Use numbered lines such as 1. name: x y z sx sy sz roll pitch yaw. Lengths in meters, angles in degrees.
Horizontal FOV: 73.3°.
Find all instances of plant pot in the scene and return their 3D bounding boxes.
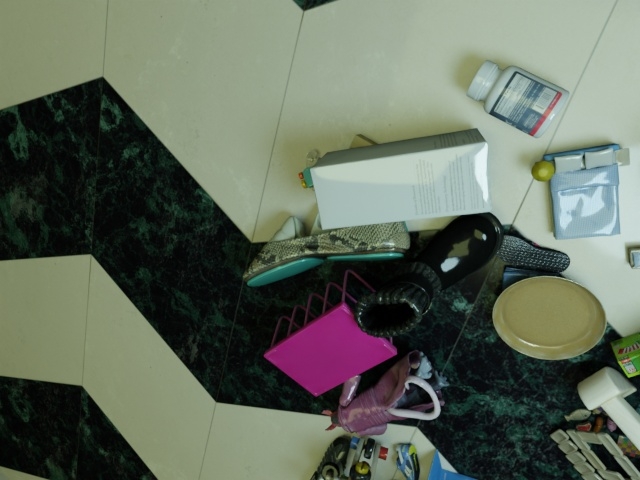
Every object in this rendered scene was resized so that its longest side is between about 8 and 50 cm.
1. plant pot: 0.534 0.179 1.017 0.237 0.032 0.236 10 121 18

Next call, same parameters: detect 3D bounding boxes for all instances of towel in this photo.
1. towel: 0.501 0.103 1.031 0.120 0.029 0.067 5 113 22

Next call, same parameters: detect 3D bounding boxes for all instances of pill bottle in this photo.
1. pill bottle: 0.411 -0.305 0.911 0.180 0.108 0.108 33 116 13

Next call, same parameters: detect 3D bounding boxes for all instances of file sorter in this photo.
1. file sorter: 0.031 0.247 1.180 0.291 0.182 0.202 -37 111 28

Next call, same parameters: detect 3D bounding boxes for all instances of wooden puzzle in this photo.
1. wooden puzzle: 0.750 0.501 1.046 0.083 0.006 0.049 7 107 23

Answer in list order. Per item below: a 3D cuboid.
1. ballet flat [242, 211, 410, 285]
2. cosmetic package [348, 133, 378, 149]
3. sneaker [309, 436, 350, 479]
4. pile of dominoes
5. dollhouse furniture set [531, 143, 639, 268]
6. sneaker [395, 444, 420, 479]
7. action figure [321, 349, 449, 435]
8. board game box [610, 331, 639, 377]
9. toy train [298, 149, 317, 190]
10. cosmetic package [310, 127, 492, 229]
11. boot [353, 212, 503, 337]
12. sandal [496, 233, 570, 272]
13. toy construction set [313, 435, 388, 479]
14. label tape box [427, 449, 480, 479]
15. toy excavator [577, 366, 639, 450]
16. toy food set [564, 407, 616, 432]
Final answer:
1. ballet flat: 0.000 0.000 1.179 0.483 0.164 0.181 -13 77 21
2. cosmetic package: 0.131 -0.219 1.100 0.115 0.041 0.060 31 116 13
3. sneaker: 0.068 0.749 1.398 0.132 0.086 0.228 28 104 -10
4. pile of dominoes: 0.691 0.544 1.030 0.251 0.040 0.196 52 157 4
5. dollhouse furniture set: 0.595 -0.042 0.853 0.304 0.198 0.286 -4 103 26
6. sneaker: 0.262 0.679 1.295 0.059 0.053 0.144 -5 98 31
7. action figure: 0.165 0.456 1.164 0.370 0.275 0.248 -31 97 14
8. board game box: 0.737 0.224 0.924 0.181 0.092 0.043 -33 90 28
9. toy train: 0.024 -0.169 1.165 0.166 0.046 0.125 31 99 19
10. cosmetic package: 0.181 -0.142 0.976 0.366 0.197 0.155 -6 111 18
11. boot: 0.251 0.082 0.990 0.131 0.260 0.348 50 124 13
12. sandal: 0.491 0.029 1.015 0.179 0.040 0.067 17 117 4
13. toy construction set: 0.133 0.732 1.189 0.309 0.237 0.257 36 92 12
14. label tape box: 0.395 0.789 1.152 0.115 0.249 0.347 -19 96 28
15. toy excavator: 0.789 0.505 0.878 0.445 0.432 0.222 29 120 -21
16. toy food set: 0.678 0.441 1.054 0.122 0.019 0.078 -41 86 28
